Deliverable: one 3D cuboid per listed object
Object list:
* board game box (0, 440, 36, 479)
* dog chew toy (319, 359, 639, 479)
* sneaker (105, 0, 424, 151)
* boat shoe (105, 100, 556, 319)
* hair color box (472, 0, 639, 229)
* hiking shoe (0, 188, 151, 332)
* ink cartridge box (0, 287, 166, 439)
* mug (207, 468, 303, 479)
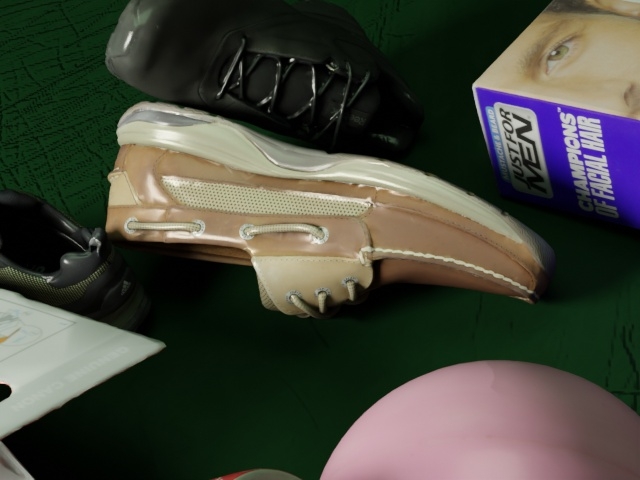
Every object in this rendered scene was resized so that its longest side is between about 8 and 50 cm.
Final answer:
[{"bbox_3d":[-0.292,0.288,1.085,0.390,0.050,0.390,-31,41,-20],"label":"board game box"},{"bbox_3d":[0.083,0.226,0.958,0.206,0.206,0.332,-1,50,15],"label":"dog chew toy"},{"bbox_3d":[-0.027,-0.123,1.362,0.286,0.109,0.130,2,31,-49],"label":"sneaker"},{"bbox_3d":[0.000,0.000,1.311,0.324,0.123,0.116,16,82,20],"label":"boat shoe"},{"bbox_3d":[0.296,-0.088,1.297,0.339,0.110,0.185,14,47,38],"label":"hair color box"},{"bbox_3d":[-0.226,0.002,1.354,0.227,0.114,0.086,10,45,25],"label":"hiking shoe"},{"bbox_3d":[-0.327,0.116,1.175,0.385,0.091,0.308,12,29,38],"label":"ink cartridge box"},{"bbox_3d":[-0.062,0.190,0.961,0.169,0.150,0.113,-26,8,47],"label":"mug"}]
